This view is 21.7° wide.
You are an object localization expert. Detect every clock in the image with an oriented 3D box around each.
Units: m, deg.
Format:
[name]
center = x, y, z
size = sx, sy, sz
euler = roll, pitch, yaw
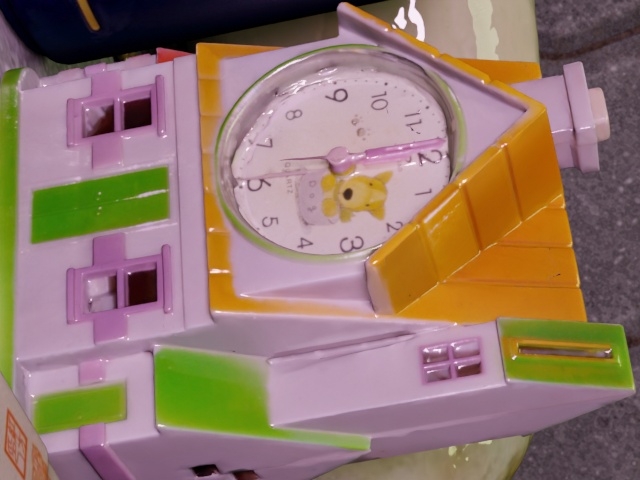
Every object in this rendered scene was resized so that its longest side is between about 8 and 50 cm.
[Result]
[clock]
center = 0.000, 0.000, 0.848
size = 0.166, 0.309, 0.235
euler = 69, 13, -58

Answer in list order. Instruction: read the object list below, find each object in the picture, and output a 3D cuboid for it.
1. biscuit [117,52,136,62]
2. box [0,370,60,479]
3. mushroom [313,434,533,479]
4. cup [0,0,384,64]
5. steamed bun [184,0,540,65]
[biscuit]
center = -0.154, -0.227, 1.116
size = 0.144, 0.016, 0.203
euler = -91, 168, -45
[box]
center = -0.112, 0.220, 0.697
size = 0.365, 0.051, 0.205
euler = 71, 12, -46
[mushroom]
center = 0.038, 0.139, 1.082
size = 0.267, 0.189, 0.164
euler = 8, 67, -51
[cup]
center = -0.059, -0.239, 0.928
size = 0.178, 0.256, 0.255
euler = 33, 47, -79
[steamed bun]
center = 0.031, -0.163, 1.377
size = 0.456, 0.290, 0.371
euler = -65, 149, -80
